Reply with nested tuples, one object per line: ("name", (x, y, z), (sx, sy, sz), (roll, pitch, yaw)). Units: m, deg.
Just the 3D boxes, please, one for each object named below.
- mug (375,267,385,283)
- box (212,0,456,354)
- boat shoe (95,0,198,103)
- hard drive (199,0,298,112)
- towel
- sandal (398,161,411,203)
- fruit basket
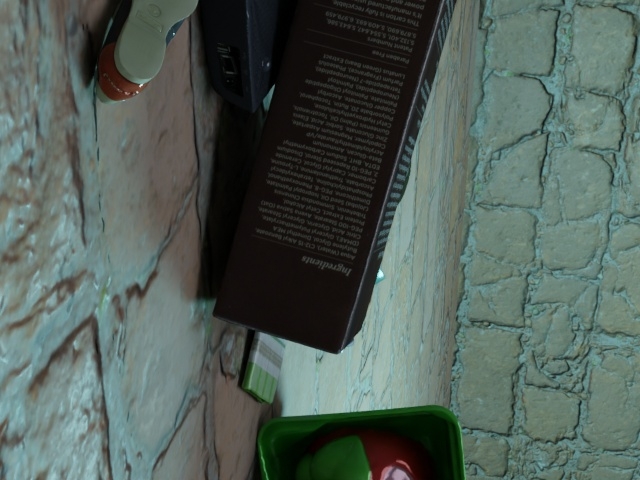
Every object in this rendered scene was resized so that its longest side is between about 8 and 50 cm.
("mug", (0.004, 0.008, 1.266), (0.129, 0.097, 0.158), (63, 1, -1))
("box", (0.021, -0.094, 1.083), (0.191, 0.143, 0.381), (-11, 115, -83))
("boat shoe", (-0.125, -0.153, 0.772), (0.043, 0.049, 0.137), (-35, -148, 44))
("hard drive", (-0.060, -0.262, 0.966), (0.172, 0.054, 0.254), (-64, 159, -54))
("towel", (-0.061, 0.107, 1.258), (0.113, 0.023, 0.152), (57, 43, -68))
("sandal", (0.088, -0.064, 1.758), (0.219, 0.060, 0.090), (-66, 159, -8))
("fruit basket", (0.038, 0.384, 1.268), (0.392, 0.283, 0.392), (-6, 90, -79))
